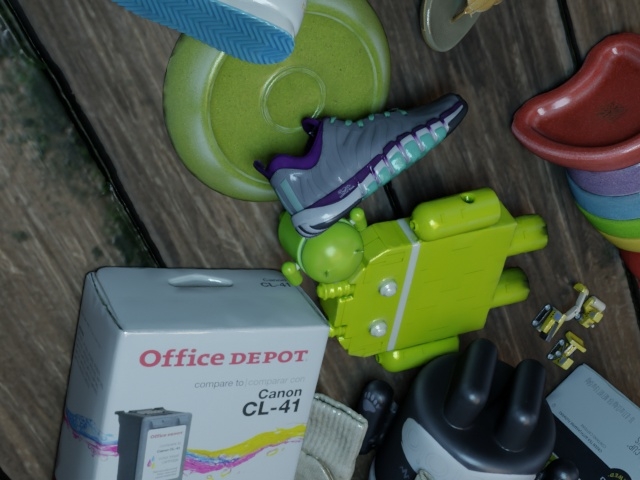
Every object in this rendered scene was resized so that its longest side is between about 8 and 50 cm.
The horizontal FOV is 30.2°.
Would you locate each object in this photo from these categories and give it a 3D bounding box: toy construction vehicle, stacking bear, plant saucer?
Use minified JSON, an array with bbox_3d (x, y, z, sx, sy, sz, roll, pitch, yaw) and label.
[{"bbox_3d":[0.307,0.107,1.447,0.086,0.035,0.098,36,96,-36],"label":"toy construction vehicle"},{"bbox_3d":[0.361,-0.056,1.322,0.175,0.164,0.289,-39,131,-3],"label":"stacking bear"},{"bbox_3d":[-0.031,-0.141,1.143,0.241,0.037,0.240,-12,119,-22],"label":"plant saucer"}]

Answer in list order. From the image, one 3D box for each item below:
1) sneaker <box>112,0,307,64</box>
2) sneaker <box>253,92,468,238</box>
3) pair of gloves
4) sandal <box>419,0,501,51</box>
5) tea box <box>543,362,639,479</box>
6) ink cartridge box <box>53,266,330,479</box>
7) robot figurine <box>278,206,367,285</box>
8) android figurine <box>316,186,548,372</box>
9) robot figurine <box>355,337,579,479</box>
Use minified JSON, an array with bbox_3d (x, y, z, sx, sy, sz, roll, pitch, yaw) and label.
[{"bbox_3d":[-0.117,-0.241,1.022,0.229,0.087,0.092,27,59,-20],"label":"sneaker"},{"bbox_3d":[0.044,-0.100,1.136,0.224,0.083,0.098,-38,90,-25],"label":"sneaker"},{"bbox_3d":[0.048,0.295,1.294,0.042,0.240,0.204,-41,162,-47],"label":"pair of gloves"},{"bbox_3d":[0.167,-0.262,1.171,0.180,0.049,0.072,-46,126,1],"label":"sandal"},{"bbox_3d":[0.356,0.397,1.513,0.323,0.220,0.329,-46,126,0],"label":"tea box"},{"bbox_3d":[-0.139,0.192,1.207,0.226,0.131,0.306,1,116,-27],"label":"ink cartridge box"},{"bbox_3d":[0.000,0.000,1.184,0.101,0.115,0.067,-38,125,-5],"label":"robot figurine"},{"bbox_3d":[0.114,0.046,1.279,0.273,0.056,0.248,-11,137,-24],"label":"android figurine"},{"bbox_3d":[0.157,0.236,1.331,0.174,0.209,0.278,-16,143,-35],"label":"robot figurine"}]
